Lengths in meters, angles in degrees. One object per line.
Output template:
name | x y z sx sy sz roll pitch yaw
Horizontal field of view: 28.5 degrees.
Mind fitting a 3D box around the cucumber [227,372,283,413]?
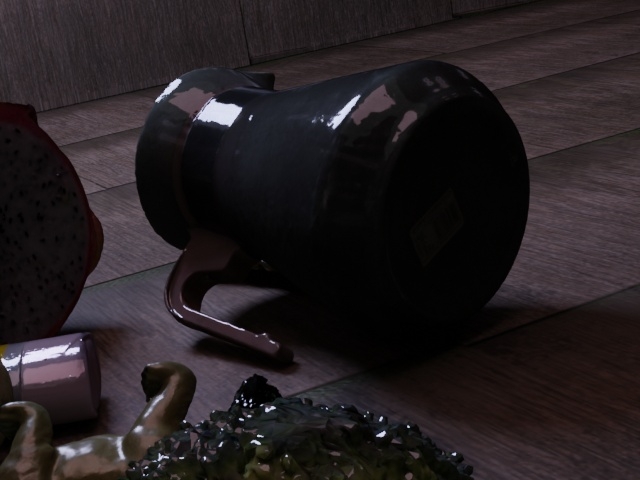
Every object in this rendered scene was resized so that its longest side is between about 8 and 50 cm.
cucumber | -0.053 0.145 0.958 0.053 0.053 0.181 -8 13 3

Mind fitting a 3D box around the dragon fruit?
dragon fruit | -0.388 -0.011 1.280 0.189 0.290 0.290 -4 15 40

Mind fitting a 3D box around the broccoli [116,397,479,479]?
broccoli | -0.010 0.169 0.627 0.198 0.226 0.176 -23 26 32

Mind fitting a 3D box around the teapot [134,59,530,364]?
teapot | -0.006 -0.033 1.196 0.344 0.253 0.300 14 72 45

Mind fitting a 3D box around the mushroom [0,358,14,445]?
mushroom | -0.318 0.127 0.967 0.166 0.166 0.127 -14 -24 -17

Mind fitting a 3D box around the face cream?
face cream | -0.325 0.138 1.088 0.269 0.073 0.107 -9 23 -3

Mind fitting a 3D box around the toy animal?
toy animal | -0.177 0.172 0.873 0.219 0.103 0.101 -13 33 -17

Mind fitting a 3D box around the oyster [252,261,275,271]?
oyster | -0.002 0.006 1.377 0.166 0.094 0.294 -41 39 -25
